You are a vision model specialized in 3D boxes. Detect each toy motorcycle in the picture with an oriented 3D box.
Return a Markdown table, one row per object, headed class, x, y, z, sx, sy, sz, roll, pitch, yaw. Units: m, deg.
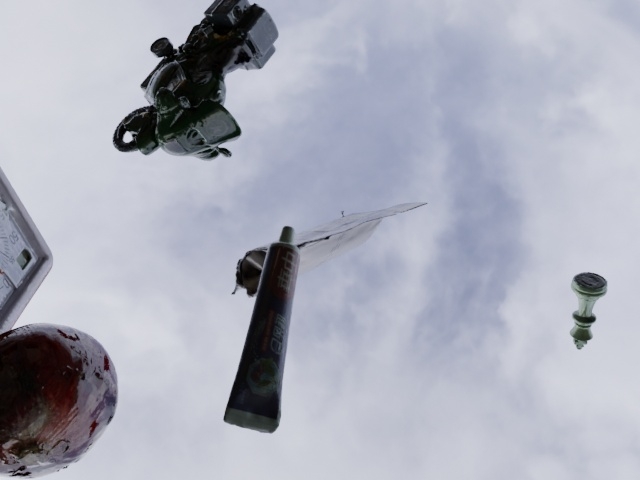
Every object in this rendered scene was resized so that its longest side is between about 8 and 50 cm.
| class | x | y | z | sx | sy | sz | roll | pitch | yaw |
| --- | --- | --- | --- | --- | --- | --- | --- | --- | --- |
| toy motorcycle | -0.149 | -0.212 | 0.825 | 0.187 | 0.124 | 0.274 | 19 | -112 | 34 |

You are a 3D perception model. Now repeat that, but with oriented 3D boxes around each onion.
| class | x | y | z | sx | sy | sz | roll | pitch | yaw |
| --- | --- | --- | --- | --- | --- | --- | --- | --- | --- |
| onion | -0.232 | 0.129 | 0.506 | 0.131 | 0.131 | 0.131 | -4 | -122 | 6 |

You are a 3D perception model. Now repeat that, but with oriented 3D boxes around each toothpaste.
| class | x | y | z | sx | sy | sz | roll | pitch | yaw |
| --- | --- | --- | --- | --- | --- | --- | --- | --- | --- |
| toothpaste | -0.032 | 0.052 | 0.407 | 0.037 | 0.021 | 0.139 | 22 | -119 | -24 |

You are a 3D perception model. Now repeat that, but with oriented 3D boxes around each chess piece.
| class | x | y | z | sx | sy | sz | roll | pitch | yaw |
| --- | --- | --- | --- | --- | --- | --- | --- | --- | --- |
| chess piece | 0.468 | 0.132 | 1.108 | 0.059 | 0.149 | 0.059 | -4 | -151 | 2 |

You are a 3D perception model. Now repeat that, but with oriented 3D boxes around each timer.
| class | x | y | z | sx | sy | sz | roll | pitch | yaw |
| --- | --- | --- | --- | --- | --- | --- | --- | --- | --- |
| timer | -0.542 | 0.013 | 0.956 | 0.161 | 0.250 | 0.257 | -29 | -154 | 13 |

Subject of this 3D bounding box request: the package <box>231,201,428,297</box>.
| class | x | y | z | sx | sy | sz | roll | pitch | yaw |
| --- | --- | --- | --- | --- | --- | --- | --- | --- | --- |
| package | 0.000 | 0.000 | 0.885 | 0.204 | 0.251 | 0.062 | -24 | -93 | -42 |
